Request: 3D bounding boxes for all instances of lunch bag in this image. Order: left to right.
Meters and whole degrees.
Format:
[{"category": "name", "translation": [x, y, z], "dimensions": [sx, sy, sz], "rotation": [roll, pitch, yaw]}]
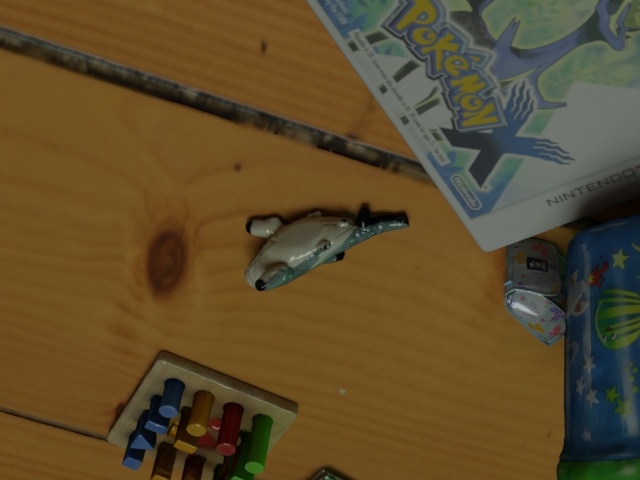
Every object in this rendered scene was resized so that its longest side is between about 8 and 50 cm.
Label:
[{"category": "lunch bag", "translation": [0.198, 0.042, 1.157], "dimensions": [0.083, 0.071, 0.053], "rotation": [39, 127, -25]}]

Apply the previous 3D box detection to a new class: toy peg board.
[{"category": "toy peg board", "translation": [-0.132, 0.219, 1.362], "dimensions": [0.161, 0.079, 0.161], "rotation": [24, 131, -14]}]

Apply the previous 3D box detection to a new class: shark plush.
[{"category": "shark plush", "translation": [0.000, 0.000, 1.181], "dimensions": [0.161, 0.073, 0.067], "rotation": [-29, 145, 6]}]

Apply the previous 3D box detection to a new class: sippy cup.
[{"category": "sippy cup", "translation": [0.299, 0.092, 1.056], "dimensions": [0.240, 0.224, 0.305], "rotation": [-3, 171, -27]}]

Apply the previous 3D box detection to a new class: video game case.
[{"category": "video game case", "translation": [0.186, -0.152, 1.003], "dimensions": [0.300, 0.036, 0.329], "rotation": [-22, 126, 25]}]

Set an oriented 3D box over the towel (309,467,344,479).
[{"category": "towel", "translation": [0.032, 0.320, 1.476], "dimensions": [0.152, 0.023, 0.113], "rotation": [30, 132, -22]}]
